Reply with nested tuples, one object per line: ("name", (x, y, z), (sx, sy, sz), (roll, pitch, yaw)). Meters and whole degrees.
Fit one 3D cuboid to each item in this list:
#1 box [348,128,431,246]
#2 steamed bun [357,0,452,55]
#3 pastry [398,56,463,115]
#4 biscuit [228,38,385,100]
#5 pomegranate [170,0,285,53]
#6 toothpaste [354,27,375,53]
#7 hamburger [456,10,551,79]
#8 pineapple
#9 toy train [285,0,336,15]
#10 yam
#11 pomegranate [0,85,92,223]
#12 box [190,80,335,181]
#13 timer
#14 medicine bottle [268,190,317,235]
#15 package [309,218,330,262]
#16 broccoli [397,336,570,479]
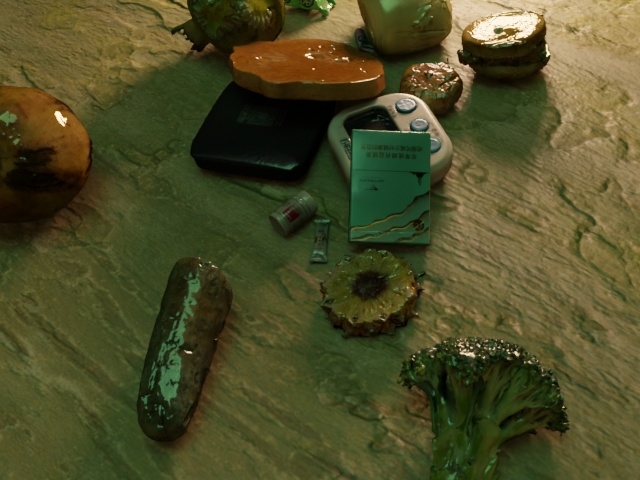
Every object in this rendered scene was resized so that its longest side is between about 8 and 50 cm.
("box", (0.138, -0.105, 1.405), (0.162, 0.041, 0.229), (2, 83, -2))
("steamed bun", (0.214, -0.610, 1.798), (0.232, 0.166, 0.273), (-13, 51, 2))
("pastry", (0.258, -0.357, 1.644), (0.153, 0.081, 0.153), (-4, 61, 7))
("biscuit", (-0.033, -0.404, 1.674), (0.365, 0.062, 0.385), (-5, 31, -14))
("pomegranate", (-0.243, -0.605, 1.841), (0.340, 0.260, 0.260), (-21, 46, 26))
("toothpaste", (0.108, -0.514, 1.804), (0.045, 0.028, 0.170), (18, 29, -16))
("hamburger", (0.433, -0.461, 1.669), (0.215, 0.122, 0.189), (-3, 45, 13))
("pineapple", (0.099, 0.092, 1.336), (0.221, 0.047, 0.221), (-5, 50, 6))
("toy train", (-0.040, -0.681, 1.965), (0.149, 0.081, 0.099), (11, 55, 25))
("yam", (-0.247, 0.199, 1.268), (0.133, 0.133, 0.330), (2, 56, 12))
("pomegranate", (-0.671, -0.190, 1.547), (0.322, 0.322, 0.322), (-5, 51, 7))
("box", (-0.129, -0.266, 1.649), (0.289, 0.073, 0.290), (9, 54, 17))
("timer", (0.150, -0.204, 1.535), (0.237, 0.087, 0.262), (-20, 53, -4))
("medicine bottle", (-0.057, -0.057, 1.476), (0.091, 0.058, 0.058), (-39, 55, -20))
("package", (0.000, 0.000, 1.448), (0.037, 0.015, 0.110), (2, 54, 5))
("broccoli", (0.200, 0.309, 1.069), (0.252, 0.221, 0.361), (46, 67, -3))
